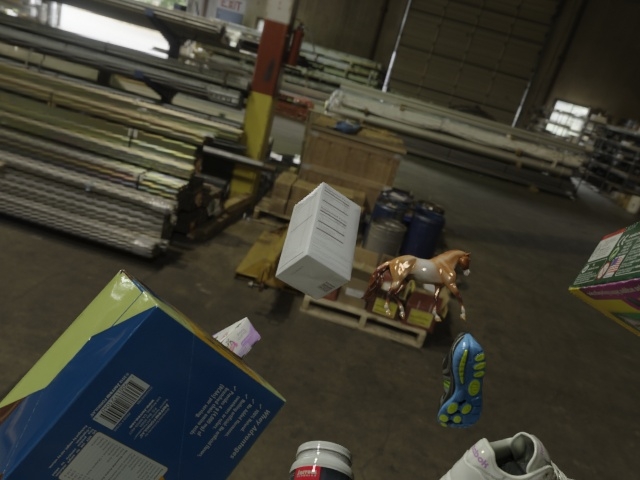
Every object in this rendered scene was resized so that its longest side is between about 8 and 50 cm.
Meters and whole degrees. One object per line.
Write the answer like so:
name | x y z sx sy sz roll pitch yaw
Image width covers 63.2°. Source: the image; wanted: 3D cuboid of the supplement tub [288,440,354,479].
supplement tub | -0.005 0.730 1.457 0.191 0.191 0.272 15 43 -3

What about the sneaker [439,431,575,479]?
sneaker | 0.343 0.385 0.809 0.305 0.152 0.114 17 19 -20

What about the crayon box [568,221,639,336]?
crayon box | 0.471 0.092 0.532 0.313 0.106 0.363 34 -1 13

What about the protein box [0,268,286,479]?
protein box | -0.190 0.180 0.564 0.201 0.199 0.136 48 -15 -33

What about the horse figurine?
horse figurine | 0.227 0.095 1.191 0.264 0.174 0.066 3 -18 -3

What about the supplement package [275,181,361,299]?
supplement package | 0.000 0.000 1.316 0.134 0.139 0.244 32 47 -23

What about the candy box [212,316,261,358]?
candy box | -0.269 0.291 1.301 0.070 0.196 0.165 56 32 -6

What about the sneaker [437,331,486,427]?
sneaker | 0.234 0.234 0.860 0.067 0.188 0.078 6 25 6
